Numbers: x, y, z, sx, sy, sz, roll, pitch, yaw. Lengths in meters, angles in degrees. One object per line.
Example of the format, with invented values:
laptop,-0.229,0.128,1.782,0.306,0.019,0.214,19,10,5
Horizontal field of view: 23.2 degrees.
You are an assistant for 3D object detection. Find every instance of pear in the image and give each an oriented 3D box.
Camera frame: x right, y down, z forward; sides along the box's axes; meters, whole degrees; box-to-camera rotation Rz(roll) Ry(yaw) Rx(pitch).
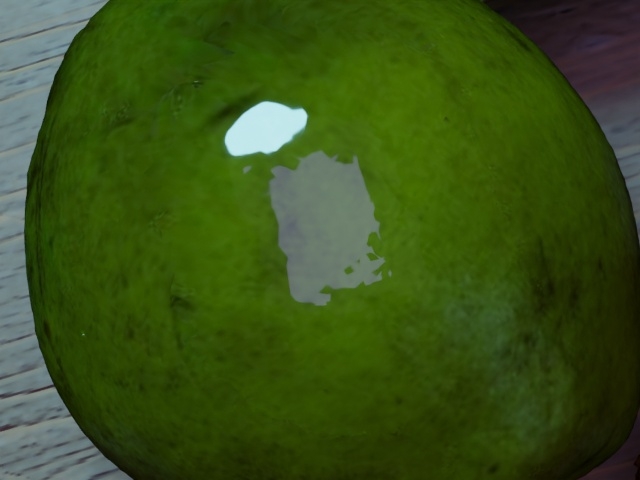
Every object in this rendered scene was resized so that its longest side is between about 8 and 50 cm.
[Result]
pear,0.000,0.000,0.920,0.352,0.352,0.413,-40,70,-1

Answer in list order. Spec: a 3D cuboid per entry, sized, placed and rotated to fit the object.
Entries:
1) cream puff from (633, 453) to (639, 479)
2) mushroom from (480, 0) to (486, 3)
cream puff,0.309,0.156,0.930,0.240,0.164,0.240,-6,74,21
mushroom,0.143,-0.270,0.987,0.195,0.263,0.283,47,61,-20
